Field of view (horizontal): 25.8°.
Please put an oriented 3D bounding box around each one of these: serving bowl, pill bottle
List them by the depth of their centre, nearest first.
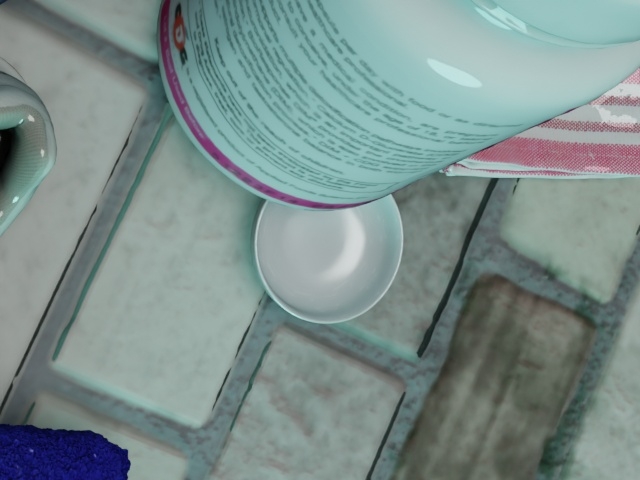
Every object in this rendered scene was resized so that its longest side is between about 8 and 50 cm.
[{"bbox_3d":[0.046,-0.114,0.574,0.160,0.283,0.160,4,79,-22],"label":"pill bottle"},{"bbox_3d":[0.000,0.000,0.715,0.083,0.027,0.083,-1,93,-25],"label":"serving bowl"}]

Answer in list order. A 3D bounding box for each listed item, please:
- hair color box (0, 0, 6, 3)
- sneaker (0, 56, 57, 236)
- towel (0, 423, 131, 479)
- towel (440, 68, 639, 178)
[{"bbox_3d":[-0.105,-0.223,0.569,0.347,0.105,0.174,-35,82,-18],"label":"hair color box"},{"bbox_3d":[-0.225,0.027,0.559,0.111,0.129,0.297,46,76,-22],"label":"sneaker"},{"bbox_3d":[-0.202,0.182,0.525,0.308,0.076,0.227,9,99,-55],"label":"towel"},{"bbox_3d":[0.126,-0.132,0.763,0.144,0.029,0.197,0,94,-25],"label":"towel"}]
